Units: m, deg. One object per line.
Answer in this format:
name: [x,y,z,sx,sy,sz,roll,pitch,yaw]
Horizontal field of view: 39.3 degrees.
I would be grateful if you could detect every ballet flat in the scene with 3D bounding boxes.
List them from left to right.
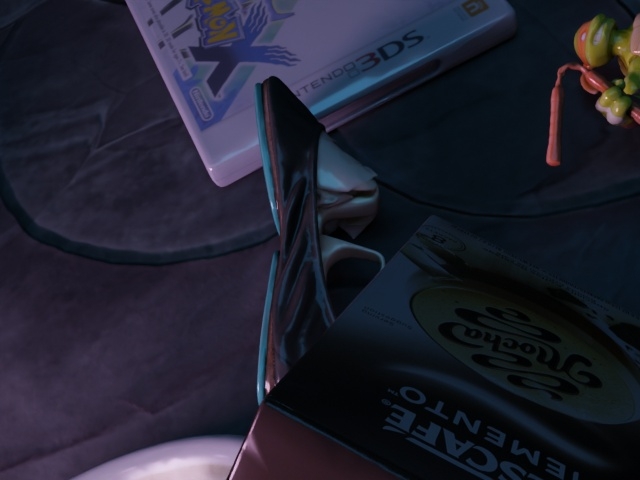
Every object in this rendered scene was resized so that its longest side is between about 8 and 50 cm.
ballet flat: [0.000,0.000,0.685,0.096,0.095,0.280,-4,69,2]

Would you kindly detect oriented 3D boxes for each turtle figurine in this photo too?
turtle figurine: [0.284,-0.141,0.680,0.217,0.087,0.269,8,53,28]

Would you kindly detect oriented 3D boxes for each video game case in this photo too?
video game case: [-0.025,-0.238,0.861,0.300,0.036,0.329,-28,56,-2]

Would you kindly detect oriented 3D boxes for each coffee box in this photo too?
coffee box: [0.077,0.103,0.451,0.168,0.297,0.119,27,111,10]

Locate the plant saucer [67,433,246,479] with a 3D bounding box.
plant saucer: [-0.142,0.277,0.482,0.400,0.100,0.400,-25,21,10]
